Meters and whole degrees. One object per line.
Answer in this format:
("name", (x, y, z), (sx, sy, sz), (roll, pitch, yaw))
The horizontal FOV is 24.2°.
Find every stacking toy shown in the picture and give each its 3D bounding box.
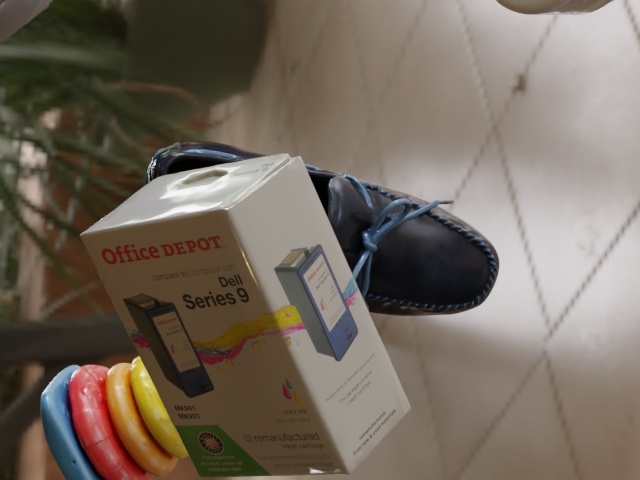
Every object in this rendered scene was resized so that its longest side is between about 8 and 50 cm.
("stacking toy", (-0.158, 0.180, 1.738), (0.175, 0.302, 0.166), (62, -169, -6))

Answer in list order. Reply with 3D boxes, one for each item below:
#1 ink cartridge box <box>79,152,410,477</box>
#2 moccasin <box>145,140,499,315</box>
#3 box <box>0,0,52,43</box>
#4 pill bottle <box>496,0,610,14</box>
("ink cartridge box", (-0.053, 0.057, 1.058), (0.154, 0.093, 0.212), (-8, 111, 41))
("moccasin", (0.000, 0.000, 1.375), (0.117, 0.342, 0.137), (166, 117, -86))
("box", (-0.525, -0.420, 1.984), (0.179, 0.343, 0.312), (-45, 7, 34))
("pill bottle", (0.169, -0.195, 1.036), (0.078, 0.137, 0.078), (5, 100, 28))
